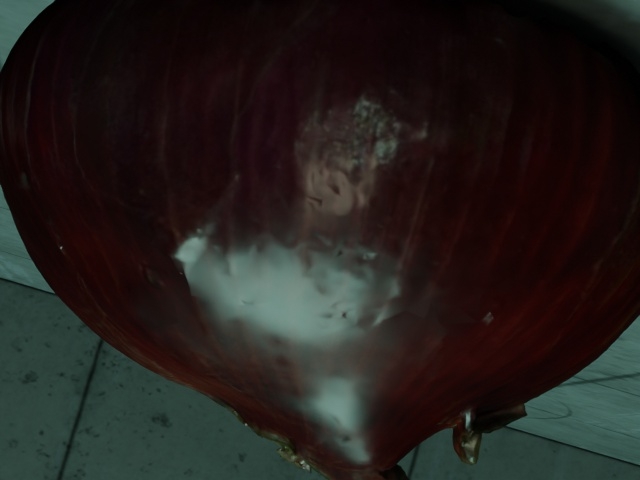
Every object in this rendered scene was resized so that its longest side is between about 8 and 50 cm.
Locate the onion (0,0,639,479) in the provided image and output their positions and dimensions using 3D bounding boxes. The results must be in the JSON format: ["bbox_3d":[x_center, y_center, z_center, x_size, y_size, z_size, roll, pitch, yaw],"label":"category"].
[{"bbox_3d":[-0.001,-0.011,0.591,0.248,0.161,0.248,20,153,11],"label":"onion"}]
